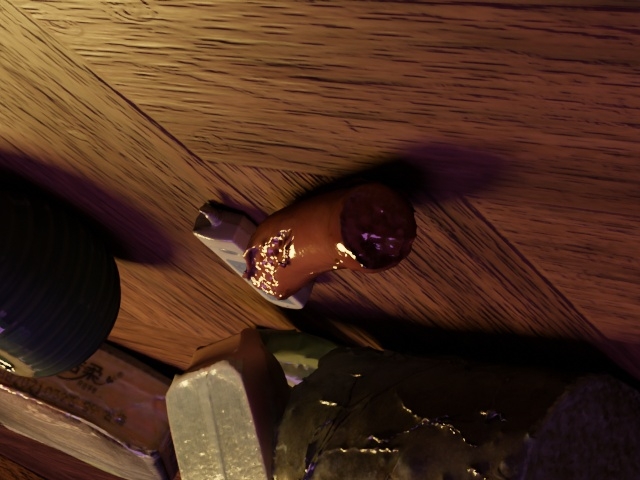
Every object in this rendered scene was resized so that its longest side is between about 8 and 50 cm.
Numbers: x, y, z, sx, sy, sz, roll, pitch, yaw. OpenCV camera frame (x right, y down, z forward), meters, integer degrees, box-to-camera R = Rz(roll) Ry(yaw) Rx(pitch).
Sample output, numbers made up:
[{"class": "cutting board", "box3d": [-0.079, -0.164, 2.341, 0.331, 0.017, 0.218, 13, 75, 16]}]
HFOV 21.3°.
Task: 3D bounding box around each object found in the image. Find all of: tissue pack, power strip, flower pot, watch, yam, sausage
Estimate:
[{"class": "tissue pack", "box3d": [-0.326, 0.229, 2.368, 0.288, 0.124, 0.394, 22, 164, 3]}, {"class": "power strip", "box3d": [-0.058, 0.014, 1.483, 0.048, 0.030, 0.191, 12, 161, 32]}, {"class": "flower pot", "box3d": [-0.305, 0.040, 1.678, 0.189, 0.157, 0.243, 10, 158, 41]}, {"class": "watch", "box3d": [-0.003, 0.207, 1.703, 0.241, 0.253, 0.162, -8, 171, -38]}, {"class": "yam", "box3d": [0.125, 0.211, 1.520, 0.241, 0.241, 0.348, 33, 158, -32]}, {"class": "sausage", "box3d": [0.000, 0.001, 1.287, 0.078, 0.078, 0.304, 27, 165, -15]}]

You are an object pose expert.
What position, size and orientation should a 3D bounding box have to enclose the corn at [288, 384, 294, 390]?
[{"class": "corn", "box3d": [0.027, 0.199, 1.862, 0.320, 0.097, 0.097, 34, 161, -27]}]
